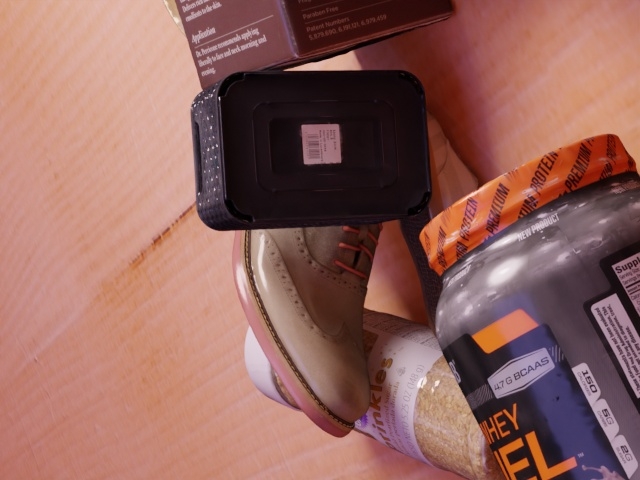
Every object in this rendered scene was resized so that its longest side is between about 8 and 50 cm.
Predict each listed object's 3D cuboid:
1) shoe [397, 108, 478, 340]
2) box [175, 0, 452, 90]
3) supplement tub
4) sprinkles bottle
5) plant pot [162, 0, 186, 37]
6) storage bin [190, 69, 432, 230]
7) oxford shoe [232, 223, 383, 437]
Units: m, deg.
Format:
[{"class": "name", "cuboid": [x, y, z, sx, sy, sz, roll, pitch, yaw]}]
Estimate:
[{"class": "shoe", "cuboid": [0.108, -0.017, 1.304, 0.076, 0.058, 0.219, 134, 127, -62]}, {"class": "box", "cuboid": [-0.023, -0.250, 1.274, 0.168, 0.167, 0.203, -7, 101, 58]}, {"class": "supplement tub", "cuboid": [0.215, 0.109, 1.070, 0.338, 0.207, 0.207, 64, 148, 11]}, {"class": "sprinkles bottle", "cuboid": [0.074, 0.129, 1.379, 0.355, 0.121, 0.121, 15, 119, 53]}, {"class": "plant pot", "cuboid": [-0.103, -0.295, 1.502, 0.236, 0.032, 0.236, 33, 133, 44]}, {"class": "storage bin", "cuboid": [-0.008, -0.074, 1.256, 0.084, 0.180, 0.122, 170, 97, -69]}, {"class": "oxford shoe", "cuboid": [0.000, 0.000, 1.339, 0.130, 0.123, 0.348, -26, 60, 20]}]
